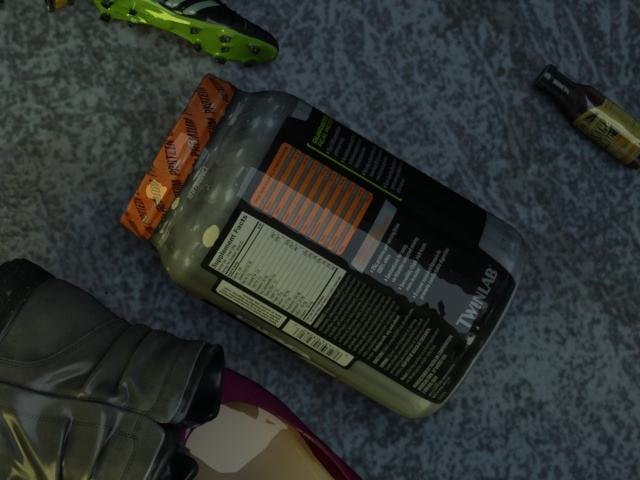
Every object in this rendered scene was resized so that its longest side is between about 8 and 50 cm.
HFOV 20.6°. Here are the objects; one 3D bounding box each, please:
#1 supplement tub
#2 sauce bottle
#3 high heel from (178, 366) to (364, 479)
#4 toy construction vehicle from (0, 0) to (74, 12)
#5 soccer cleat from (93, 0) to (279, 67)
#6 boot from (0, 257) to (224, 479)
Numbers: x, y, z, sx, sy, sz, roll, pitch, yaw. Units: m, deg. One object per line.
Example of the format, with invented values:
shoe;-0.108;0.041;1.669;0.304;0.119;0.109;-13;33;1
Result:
supplement tub;0.000;0.000;1.516;0.316;0.193;0.193;31;77;-5
sauce bottle;0.258;-0.118;1.662;0.128;0.042;0.042;35;77;-2
high heel;-0.024;0.207;1.486;0.377;0.181;0.127;36;77;-4
toy construction vehicle;-0.274;-0.248;1.580;0.086;0.035;0.098;-19;86;-13
soccer cleat;-0.117;-0.213;1.596;0.179;0.060;0.072;20;66;-7
boot;-0.236;0.195;1.442;0.223;0.118;0.338;26;82;15
